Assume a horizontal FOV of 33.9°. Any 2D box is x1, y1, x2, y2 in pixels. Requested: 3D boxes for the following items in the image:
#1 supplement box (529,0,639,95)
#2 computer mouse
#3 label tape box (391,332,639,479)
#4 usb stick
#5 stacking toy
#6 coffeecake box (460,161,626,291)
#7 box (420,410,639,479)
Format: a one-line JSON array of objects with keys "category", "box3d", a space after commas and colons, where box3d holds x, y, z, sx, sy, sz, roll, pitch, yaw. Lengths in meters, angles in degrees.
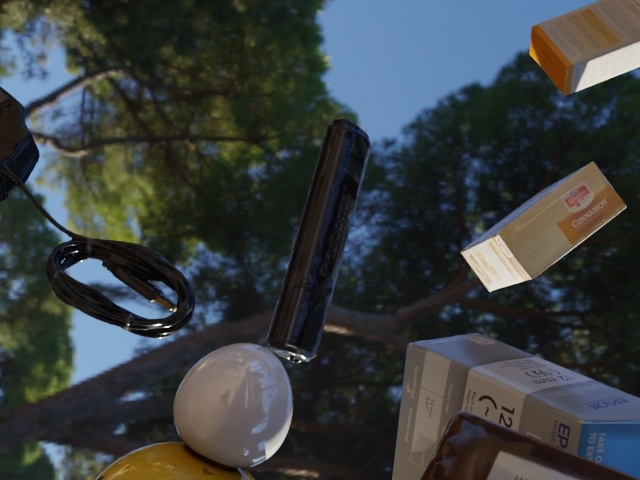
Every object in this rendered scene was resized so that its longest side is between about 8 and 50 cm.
[{"category": "supplement box", "box3d": [0.240, -0.172, 0.914, 0.036, 0.098, 0.062, 80, -14, -52]}, {"category": "computer mouse", "box3d": [-0.169, -0.023, 0.607, 0.242, 0.071, 0.041, 41, -31, 13]}, {"category": "label tape box", "box3d": [0.218, 0.259, 1.009, 0.348, 0.115, 0.249, 22, -71, 53]}, {"category": "usb stick", "box3d": [0.000, 0.000, 1.180, 0.045, 0.077, 0.277, 6, -106, 34]}, {"category": "stacking toy", "box3d": [-0.155, 0.325, 1.053, 0.351, 0.351, 0.479, 22, -92, 48]}, {"category": "coffeecake box", "box3d": [0.261, -0.012, 1.258, 0.068, 0.142, 0.185, 54, -8, 3]}, {"category": "box", "box3d": [0.119, 0.283, 0.571, 0.191, 0.143, 0.381, 18, -42, 20]}]
